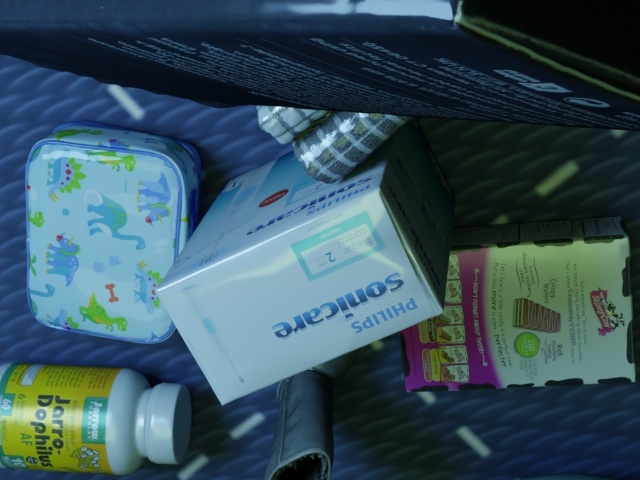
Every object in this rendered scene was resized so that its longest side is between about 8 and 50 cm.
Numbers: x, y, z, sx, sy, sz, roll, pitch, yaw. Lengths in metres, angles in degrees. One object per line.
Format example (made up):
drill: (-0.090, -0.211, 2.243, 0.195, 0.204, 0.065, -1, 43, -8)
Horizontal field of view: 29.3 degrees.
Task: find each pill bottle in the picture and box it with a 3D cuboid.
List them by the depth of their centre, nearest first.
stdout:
pill bottle: (-0.252, 0.196, 1.337, 0.209, 0.117, 0.117, 2, 110, 8)

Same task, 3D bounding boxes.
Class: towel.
towel: (0.058, -0.199, 1.064, 0.235, 0.283, 0.121, -40, 115, 21)

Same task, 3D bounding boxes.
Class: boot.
boot: (-0.002, 0.158, 1.235, 0.076, 0.208, 0.189, 24, 112, -1)

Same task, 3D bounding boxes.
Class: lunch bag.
lunch bag: (-0.212, -0.006, 1.271, 0.176, 0.090, 0.218, 7, 111, 7)

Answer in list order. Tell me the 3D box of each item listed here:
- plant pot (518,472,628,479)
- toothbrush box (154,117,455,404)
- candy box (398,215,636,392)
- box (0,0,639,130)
plant pot: (0.277, 0.370, 1.244, 0.235, 0.293, 0.292, 21, 113, 17)
toothbrush box: (0.000, 0.000, 1.131, 0.216, 0.295, 0.126, -24, 107, 17)
candy box: (0.197, 0.066, 1.245, 0.234, 0.071, 0.159, -3, 109, 10)
box: (0.029, -0.325, 0.732, 0.472, 0.297, 0.479, 9, 90, 46)
